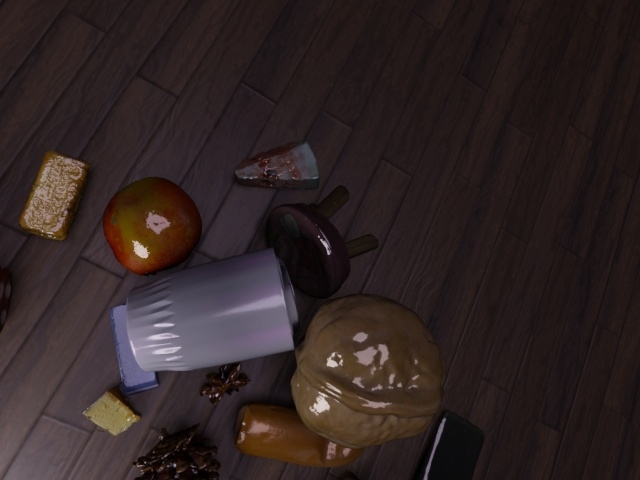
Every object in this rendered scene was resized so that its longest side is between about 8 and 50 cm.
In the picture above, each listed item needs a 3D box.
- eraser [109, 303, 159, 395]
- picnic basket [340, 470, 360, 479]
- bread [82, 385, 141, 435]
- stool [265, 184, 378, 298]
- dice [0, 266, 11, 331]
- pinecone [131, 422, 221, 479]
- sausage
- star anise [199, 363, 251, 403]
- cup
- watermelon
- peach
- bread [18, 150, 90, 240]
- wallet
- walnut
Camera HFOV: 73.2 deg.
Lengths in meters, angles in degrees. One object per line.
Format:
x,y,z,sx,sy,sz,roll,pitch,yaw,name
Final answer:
-0.463,0.269,1.073,0.081,0.036,0.225,-11,86,-18,eraser
0.080,0.767,1.030,0.291,0.321,0.254,-36,97,-16,picnic basket
-0.494,0.416,1.021,0.084,0.080,0.109,-39,92,-16,bread
0.000,0.000,1.151,0.178,0.272,0.272,-33,93,-34,stool
-0.786,0.126,0.921,0.179,0.175,0.174,5,80,-15,dice
-0.320,0.547,1.010,0.185,0.169,0.212,-27,109,23,pinecone
-0.046,0.513,1.129,0.353,0.116,0.134,19,64,-17,sausage
-0.228,0.346,1.123,0.190,0.070,0.098,-27,118,-20,star anise
-0.244,0.170,1.037,0.371,0.253,0.254,-11,86,-7,cup
-0.126,-0.209,1.225,0.241,0.094,0.154,-14,80,-16,watermelon
-0.404,-0.033,1.040,0.230,0.231,0.231,2,82,-17,peach
-0.643,-0.110,1.046,0.113,0.083,0.211,19,77,-19,bread
0.388,0.651,1.279,0.168,0.052,0.245,34,70,-10,wallet
0.112,0.307,1.028,0.380,0.381,0.382,2,82,-17,walnut
